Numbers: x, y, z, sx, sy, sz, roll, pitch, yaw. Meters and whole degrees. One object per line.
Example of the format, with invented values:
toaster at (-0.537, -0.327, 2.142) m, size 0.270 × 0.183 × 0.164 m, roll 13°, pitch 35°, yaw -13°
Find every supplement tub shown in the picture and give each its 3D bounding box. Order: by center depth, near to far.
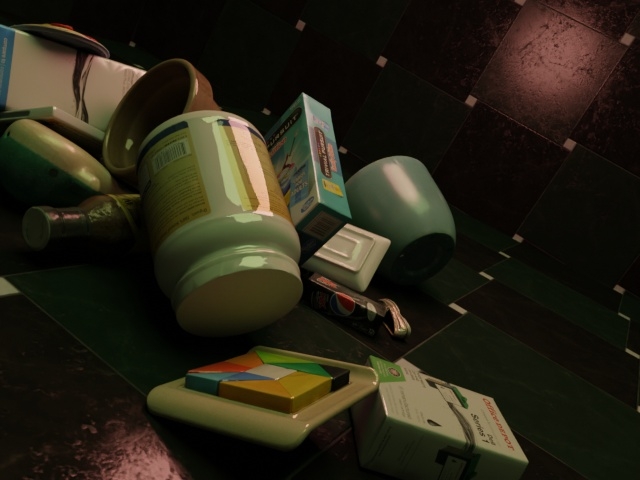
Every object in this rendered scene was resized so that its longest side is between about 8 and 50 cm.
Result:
supplement tub at (-0.163, -0.028, 0.999) m, size 0.228 × 0.228 × 0.316 m, roll 10°, pitch 47°, yaw -39°

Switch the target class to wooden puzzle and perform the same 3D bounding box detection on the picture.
wooden puzzle at (-0.065, 0.185, 0.804) m, size 0.221 × 0.044 × 0.239 m, roll 6°, pitch 9°, yaw 27°

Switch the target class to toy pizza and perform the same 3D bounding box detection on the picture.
toy pizza at (-0.539, -0.410, 1.279) m, size 0.201 × 0.032 × 0.201 m, roll 5°, pitch -3°, yaw 0°

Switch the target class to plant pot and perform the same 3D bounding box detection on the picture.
plant pot at (-0.272, -0.202, 1.277) m, size 0.229 × 0.263 × 0.263 m, roll 33°, pitch 6°, yaw -45°
plant pot at (0.207, -0.028, 1.587) m, size 0.293 × 0.293 × 0.235 m, roll 11°, pitch 36°, yaw -38°

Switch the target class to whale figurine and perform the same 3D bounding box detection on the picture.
whale figurine at (-0.480, -0.107, 1.170) m, size 0.216 × 0.141 × 0.272 m, roll 27°, pitch -10°, yaw 44°

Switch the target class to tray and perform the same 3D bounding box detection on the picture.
tray at (0.000, 0.000, 1.323) m, size 0.270 × 0.030 × 0.145 m, roll 21°, pitch 59°, yaw 17°

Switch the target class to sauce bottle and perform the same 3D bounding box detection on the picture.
sauce bottle at (-0.346, -0.026, 1.088) m, size 0.111 × 0.111 × 0.344 m, roll 31°, pitch 19°, yaw 23°

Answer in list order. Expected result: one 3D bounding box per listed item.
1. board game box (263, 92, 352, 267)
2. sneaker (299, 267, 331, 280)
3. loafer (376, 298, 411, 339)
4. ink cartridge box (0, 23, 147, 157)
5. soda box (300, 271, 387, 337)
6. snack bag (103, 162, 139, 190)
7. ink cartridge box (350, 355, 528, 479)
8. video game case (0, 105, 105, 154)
board game box at (-0.071, -0.095, 1.221) m, size 0.079 × 0.254 × 0.336 m, roll 26°, pitch 36°, yaw -31°
sneaker at (0.014, 0.015, 1.454) m, size 0.124 × 0.109 × 0.295 m, roll 24°, pitch 21°, yaw -15°
loafer at (0.145, 0.161, 1.308) m, size 0.039 × 0.045 × 0.125 m, roll 7°, pitch 26°, yaw -29°
ink cartridge box at (-0.596, -0.309, 1.335) m, size 0.395 × 0.166 × 0.285 m, roll 9°, pitch -7°, yaw -42°
soda box at (0.047, 0.129, 1.249) m, size 0.169 × 0.053 × 0.060 m, roll 26°, pitch 16°, yaw 7°
snack bag at (-0.310, -0.115, 1.543) m, size 0.343 × 0.037 × 0.323 m, roll 31°, pitch 17°, yaw 22°
ink cartridge box at (0.162, 0.272, 0.895) m, size 0.219 × 0.092 × 0.160 m, roll 20°, pitch 17°, yaw -11°
video game case at (-0.553, -0.216, 1.265) m, size 0.206 × 0.026 × 0.227 m, roll -1°, pitch -10°, yaw 16°
